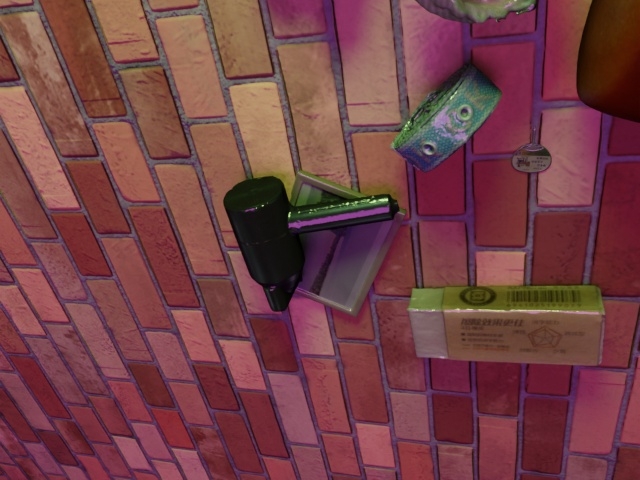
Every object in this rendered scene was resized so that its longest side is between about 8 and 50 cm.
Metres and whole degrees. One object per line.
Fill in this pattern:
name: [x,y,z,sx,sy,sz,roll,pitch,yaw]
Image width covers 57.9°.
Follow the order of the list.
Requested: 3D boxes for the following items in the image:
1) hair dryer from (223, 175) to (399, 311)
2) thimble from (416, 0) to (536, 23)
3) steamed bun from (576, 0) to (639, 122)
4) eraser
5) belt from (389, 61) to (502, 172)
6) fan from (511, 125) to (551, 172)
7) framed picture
hair dryer: [0.000,0.000,1.057,0.303,0.116,0.244,-7,126,14]
thimble: [0.179,-0.365,0.661,0.219,0.150,0.219,-10,144,-7]
steamed bun: [0.441,-0.289,0.620,0.235,0.248,0.379,14,128,6]
eraser: [0.347,0.161,1.101,0.344,0.078,0.144,-1,125,19]
belt: [0.181,-0.180,0.854,0.082,0.147,0.163,38,99,-8]
fan: [0.331,-0.138,0.924,0.060,0.003,0.080,-23,117,29]
framed picture: [0.019,0.016,1.130,0.213,0.016,0.289,22,129,1]
